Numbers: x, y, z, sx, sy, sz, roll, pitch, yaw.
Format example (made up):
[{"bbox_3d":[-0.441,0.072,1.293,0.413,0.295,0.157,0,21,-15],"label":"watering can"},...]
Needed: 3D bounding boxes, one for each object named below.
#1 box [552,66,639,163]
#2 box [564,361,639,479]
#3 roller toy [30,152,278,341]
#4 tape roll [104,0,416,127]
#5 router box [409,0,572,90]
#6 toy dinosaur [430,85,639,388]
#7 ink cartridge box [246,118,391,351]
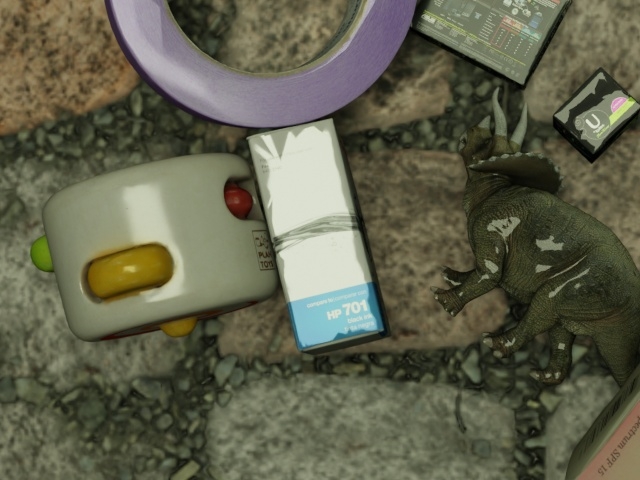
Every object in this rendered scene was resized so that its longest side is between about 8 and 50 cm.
[{"bbox_3d":[0.243,-0.110,1.714,0.062,0.083,0.052,-45,82,2],"label":"box"},{"bbox_3d":[0.340,0.209,1.629,0.232,0.127,0.148,35,109,2],"label":"box"},{"bbox_3d":[-0.137,0.013,1.697,0.191,0.209,0.146,-12,85,-26],"label":"roller toy"},{"bbox_3d":[-0.054,-0.236,1.721,0.275,0.090,0.274,0,93,-10],"label":"tape roll"},{"bbox_3d":[0.153,-0.204,1.756,0.122,0.038,0.092,29,90,8],"label":"router box"},{"bbox_3d":[0.202,0.029,1.693,0.160,0.121,0.313,-46,77,16],"label":"toy dinosaur"},{"bbox_3d":[0.000,0.000,1.708,0.082,0.139,0.190,-13,85,4],"label":"ink cartridge box"}]
